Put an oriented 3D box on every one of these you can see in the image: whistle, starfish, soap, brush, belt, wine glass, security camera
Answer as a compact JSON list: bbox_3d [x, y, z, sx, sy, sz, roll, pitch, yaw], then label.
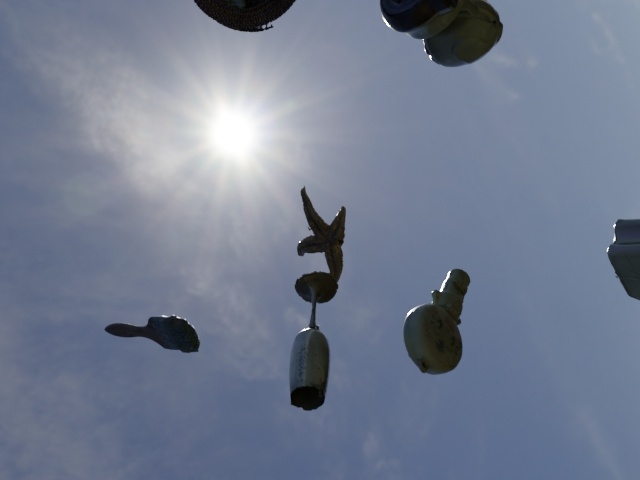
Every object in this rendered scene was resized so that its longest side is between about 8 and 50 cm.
[{"bbox_3d":[0.212,0.144,1.571,0.126,0.067,0.258,51,-138,-18],"label":"whistle"},{"bbox_3d":[-0.003,0.000,2.135,0.050,0.138,0.247,-38,-36,-45],"label":"starfish"},{"bbox_3d":[0.716,0.038,1.666,0.173,0.290,0.095,51,-128,-36],"label":"soap"},{"bbox_3d":[-0.271,0.143,1.376,0.021,0.196,0.070,-55,-48,-42],"label":"brush"},{"bbox_3d":[-0.159,-0.623,1.964,0.260,0.325,0.122,21,-135,-19],"label":"belt"},{"bbox_3d":[-0.013,0.153,1.341,0.074,0.074,0.262,54,-157,-30],"label":"wine glass"},{"bbox_3d":[0.283,-0.503,1.975,0.277,0.191,0.196,29,-121,-38],"label":"security camera"}]
